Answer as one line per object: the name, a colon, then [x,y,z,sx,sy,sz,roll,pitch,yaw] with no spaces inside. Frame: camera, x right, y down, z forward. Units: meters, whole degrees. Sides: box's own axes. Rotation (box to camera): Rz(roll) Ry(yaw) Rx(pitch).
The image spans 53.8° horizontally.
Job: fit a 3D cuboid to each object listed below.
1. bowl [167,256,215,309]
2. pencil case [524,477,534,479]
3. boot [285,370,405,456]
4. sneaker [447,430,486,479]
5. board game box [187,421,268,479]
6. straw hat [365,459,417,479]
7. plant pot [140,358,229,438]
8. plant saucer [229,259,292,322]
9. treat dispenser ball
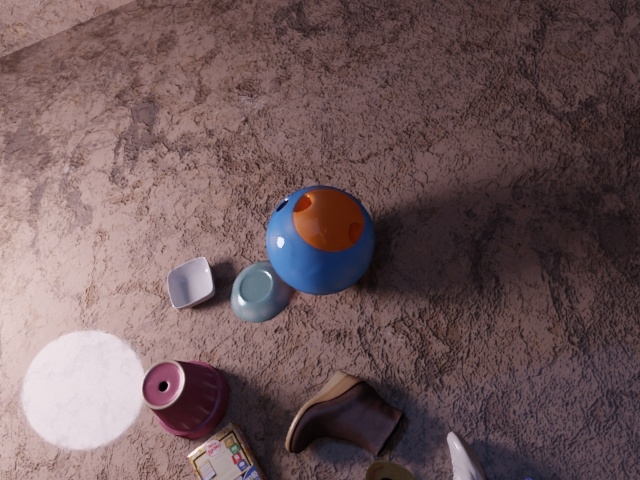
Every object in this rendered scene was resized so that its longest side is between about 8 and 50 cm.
bowl: [-0.377,0.132,1.872,0.142,0.053,0.142,-24,58,7]
pencil case: [0.405,0.634,1.261,0.133,0.119,0.306,35,76,0]
boot: [0.055,0.451,1.509,0.206,0.090,0.248,31,74,34]
sneaker: [0.315,0.529,1.383,0.094,0.080,0.212,-34,57,15]
board game box: [-0.229,0.578,1.576,0.146,0.045,0.193,-37,56,-1]
straw hat: [0.154,0.571,1.421,0.144,0.144,0.061,50,128,34]
plant pot: [-0.364,0.398,1.646,0.201,0.180,0.201,-9,60,15]
plant saucer: [-0.177,0.137,1.803,0.194,0.037,0.195,-9,61,16]
treat dispenser ball: [0.000,0.000,1.660,0.288,0.288,0.288,-9,60,16]
